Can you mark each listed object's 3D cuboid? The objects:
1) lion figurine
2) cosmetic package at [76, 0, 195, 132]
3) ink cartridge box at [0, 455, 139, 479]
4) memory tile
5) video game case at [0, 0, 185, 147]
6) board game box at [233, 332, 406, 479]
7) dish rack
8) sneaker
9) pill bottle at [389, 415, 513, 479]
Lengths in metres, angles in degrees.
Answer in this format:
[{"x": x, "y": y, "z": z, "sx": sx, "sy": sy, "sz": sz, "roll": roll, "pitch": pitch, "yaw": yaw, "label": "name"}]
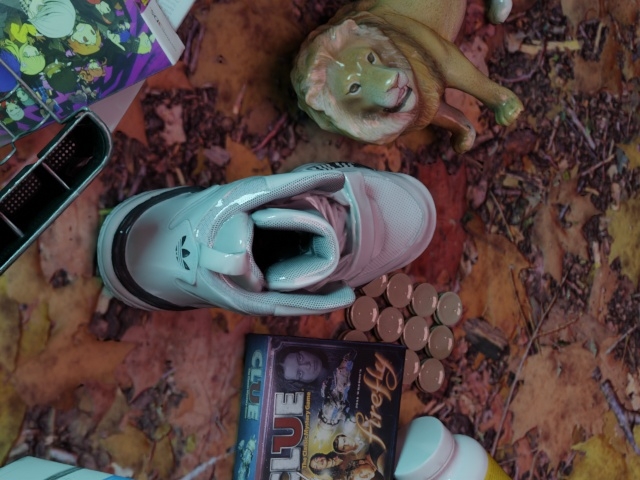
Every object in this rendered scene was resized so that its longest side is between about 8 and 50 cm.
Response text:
[{"x": 0.109, "y": -0.246, "z": 1.520, "sx": 0.240, "sy": 0.142, "sz": 0.392, "roll": 30, "pitch": 59, "yaw": -26, "label": "lion figurine"}, {"x": -0.142, "y": -0.212, "z": 1.237, "sx": 0.085, "sy": 0.231, "sz": 0.117, "roll": 33, "pitch": 28, "yaw": -10, "label": "cosmetic package"}, {"x": -0.205, "y": 0.263, "z": 1.237, "sx": 0.082, "sy": 0.191, "sz": 0.139, "roll": -26, "pitch": 107, "yaw": -35, "label": "ink cartridge box"}, {"x": 0.083, "y": 0.092, "z": 1.563, "sx": 0.148, "sy": 0.012, "sz": 0.113, "roll": 22, "pitch": 78, "yaw": -36, "label": "memory tile"}, {"x": -0.258, "y": -0.185, "z": 1.180, "sx": 0.210, "sy": 0.232, "sz": 0.042, "roll": 59, "pitch": 22, "yaw": -23, "label": "video game case"}, {"x": -0.004, "y": 0.217, "z": 1.470, "sx": 0.165, "sy": 0.042, "sz": 0.243, "roll": 6, "pitch": 89, "yaw": -33, "label": "board game box"}, {"x": -0.318, "y": -0.093, "z": 1.123, "sx": 0.208, "sy": 0.074, "sz": 0.271, "roll": -47, "pitch": 107, "yaw": -11, "label": "dish rack"}, {"x": 0.000, "y": 0.000, "z": 1.370, "sx": 0.366, "sy": 0.210, "sz": 0.137, "roll": -8, "pitch": 95, "yaw": -35, "label": "sneaker"}, {"x": 0.147, "y": 0.267, "z": 1.558, "sx": 0.184, "sy": 0.103, "sz": 0.103, "roll": 49, "pitch": 64, "yaw": -27, "label": "pill bottle"}]
